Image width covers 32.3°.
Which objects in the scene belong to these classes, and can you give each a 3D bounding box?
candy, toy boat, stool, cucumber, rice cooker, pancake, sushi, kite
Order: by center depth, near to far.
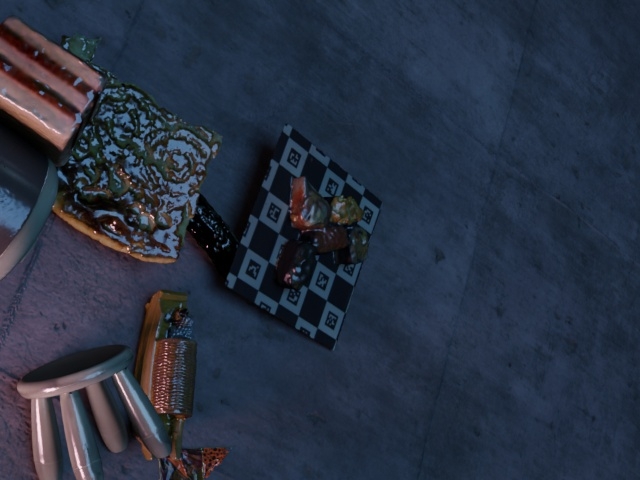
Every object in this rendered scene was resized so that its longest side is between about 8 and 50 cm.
[{"bbox_3d":[-0.578,-0.077,1.693,0.277,0.288,0.288,36,61,-29],"label":"rice cooker"},{"bbox_3d":[-0.449,-0.227,1.750,0.179,0.321,0.135,32,80,-12],"label":"candy"},{"bbox_3d":[-0.385,0.295,1.839,0.195,0.195,0.198,-20,100,-41],"label":"stool"},{"bbox_3d":[-0.377,-0.163,1.974,0.427,0.067,0.304,38,71,-14],"label":"pancake"},{"bbox_3d":[-0.273,0.241,1.988,0.089,0.115,0.310,17,71,-37],"label":"toy boat"},{"bbox_3d":[-0.261,0.426,2.039,0.125,0.008,0.222,50,55,-19],"label":"kite"},{"bbox_3d":[-0.215,-0.018,2.110,0.081,0.072,0.303,-38,113,8],"label":"cucumber"},{"bbox_3d":[0.000,0.000,2.228,0.343,0.064,0.359,36,66,-41],"label":"sushi"},{"bbox_3d":[-0.007,0.002,2.303,0.236,0.042,0.222,-53,122,-30],"label":"pancake"}]
